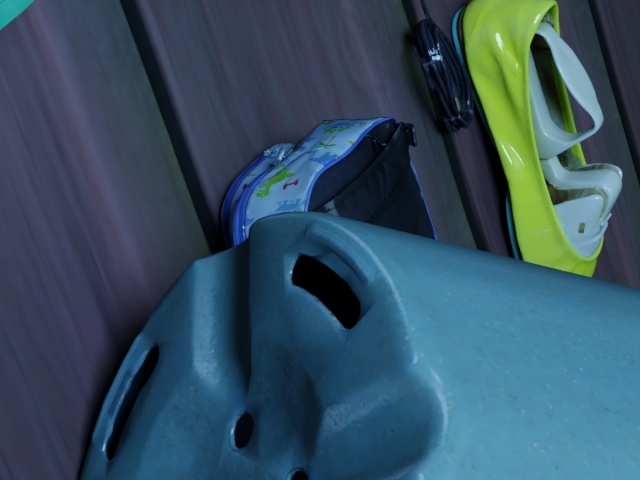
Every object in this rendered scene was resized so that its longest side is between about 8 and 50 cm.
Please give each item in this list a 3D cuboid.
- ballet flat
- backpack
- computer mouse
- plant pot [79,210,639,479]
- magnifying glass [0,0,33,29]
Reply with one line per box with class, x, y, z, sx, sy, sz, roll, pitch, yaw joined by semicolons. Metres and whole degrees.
ballet flat;0.150;-0.054;1.161;0.077;0.077;0.231;-44;122;-50
backpack;0.000;0.000;0.925;0.114;0.084;0.105;-41;120;-52
computer mouse;0.042;-0.164;1.062;0.071;0.041;0.242;-74;149;-55
plant pot;0.089;0.150;0.809;0.334;0.341;0.341;20;68;-33
magnifying glass;-0.129;-0.145;0.769;0.026;0.092;0.231;58;32;-28
